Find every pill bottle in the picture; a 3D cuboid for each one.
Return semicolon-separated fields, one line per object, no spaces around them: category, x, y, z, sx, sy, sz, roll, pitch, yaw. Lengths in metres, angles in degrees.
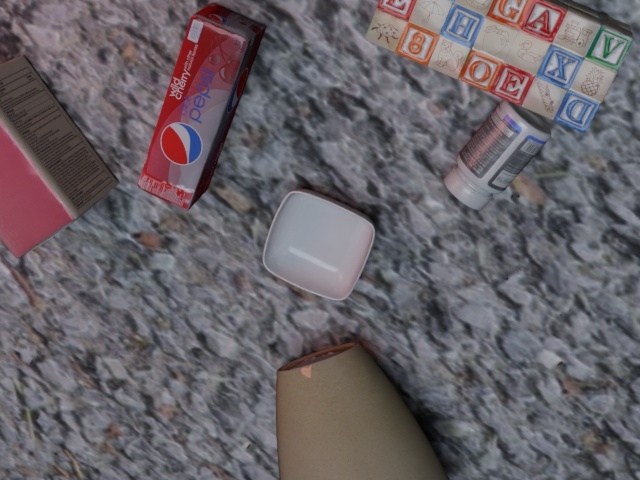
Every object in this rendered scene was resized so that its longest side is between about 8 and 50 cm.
pill bottle;0.226;-0.110;1.364;0.078;0.078;0.137;37;116;-4

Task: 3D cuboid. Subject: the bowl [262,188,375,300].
bowl;0.000;0.000;1.478;0.142;0.053;0.142;23;116;2

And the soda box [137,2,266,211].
soda box;-0.162;-0.179;1.419;0.083;0.092;0.263;24;115;2

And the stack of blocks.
stack of blocks;0.225;-0.274;1.289;0.297;0.087;0.171;24;115;3

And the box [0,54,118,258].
box;-0.422;-0.118;1.476;0.126;0.148;0.232;-31;102;24

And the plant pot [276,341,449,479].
plant pot;0.039;0.295;1.507;0.256;0.256;0.274;-18;92;20
